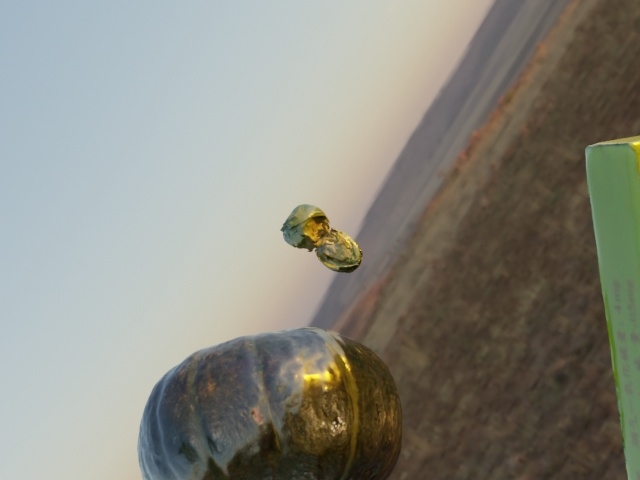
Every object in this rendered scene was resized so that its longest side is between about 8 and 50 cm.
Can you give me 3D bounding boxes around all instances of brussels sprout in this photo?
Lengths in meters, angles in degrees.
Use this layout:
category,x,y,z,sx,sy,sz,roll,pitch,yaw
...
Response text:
category,x,y,z,sx,sy,sz,roll,pitch,yaw
brussels sprout,0.001,0.000,1.152,0.046,0.083,0.051,-46,14,11

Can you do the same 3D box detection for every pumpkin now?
category,x,y,z,sx,sy,sz,roll,pitch,yaw
pumpkin,-0.039,0.157,0.943,0.224,0.223,0.157,119,140,-59

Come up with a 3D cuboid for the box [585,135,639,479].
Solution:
category,x,y,z,sx,sy,sz,roll,pitch,yaw
box,0.243,0.103,0.601,0.047,0.187,0.335,-178,78,-70
